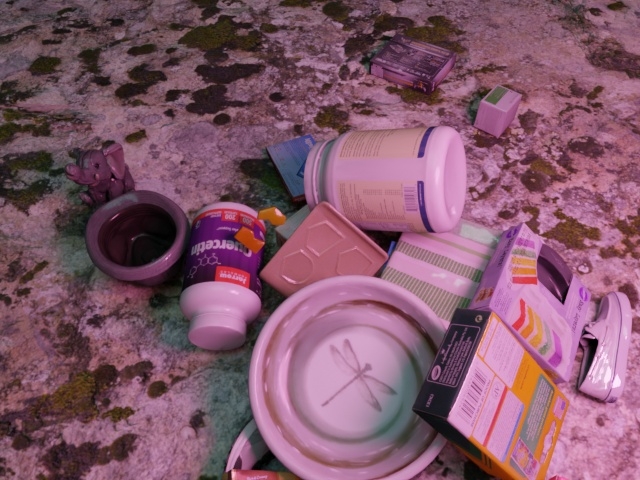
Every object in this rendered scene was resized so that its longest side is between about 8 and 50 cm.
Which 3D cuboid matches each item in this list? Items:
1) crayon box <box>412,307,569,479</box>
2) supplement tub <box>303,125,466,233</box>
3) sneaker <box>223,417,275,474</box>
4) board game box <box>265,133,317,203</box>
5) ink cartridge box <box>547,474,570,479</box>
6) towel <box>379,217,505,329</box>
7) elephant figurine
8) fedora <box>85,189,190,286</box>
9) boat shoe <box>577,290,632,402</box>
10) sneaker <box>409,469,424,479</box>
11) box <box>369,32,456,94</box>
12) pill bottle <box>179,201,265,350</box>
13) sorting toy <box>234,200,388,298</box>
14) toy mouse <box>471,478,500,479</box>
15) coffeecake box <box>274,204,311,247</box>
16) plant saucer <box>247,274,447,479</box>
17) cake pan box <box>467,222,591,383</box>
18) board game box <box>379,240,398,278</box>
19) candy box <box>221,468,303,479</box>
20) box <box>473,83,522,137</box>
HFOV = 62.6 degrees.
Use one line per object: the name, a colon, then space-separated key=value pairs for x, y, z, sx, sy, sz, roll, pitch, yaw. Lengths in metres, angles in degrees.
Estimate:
crayon box: x=0.318 y=0.296 z=0.950 sx=0.083 sy=0.323 sz=0.203 roll=-3 pitch=49 yaw=52
supplement tub: x=0.150 y=-0.138 z=1.211 sx=0.325 sy=0.235 sz=0.235 roll=3 pitch=52 yaw=29
sneaker: x=-0.097 y=0.391 z=1.043 sx=0.108 sy=0.100 sz=0.271 roll=29 pitch=60 yaw=16
board game box: x=-0.049 y=-0.207 z=1.475 sx=0.145 sy=0.027 sz=0.281 roll=-19 pitch=42 yaw=-9
ink cartridge box: x=0.440 y=0.575 z=0.861 sx=0.207 sy=0.117 sz=0.283 roll=22 pitch=58 yaw=18
towel: x=0.273 y=0.070 z=1.179 sx=0.248 sy=0.038 sz=0.325 roll=21 pitch=58 yaw=19
elephant figurine: x=-0.589 y=-0.190 z=1.404 sx=0.169 sy=0.239 sz=0.186 roll=-36 pitch=60 yaw=-20
fedora: x=-0.441 y=0.012 z=1.320 sx=0.244 sy=0.124 sz=0.275 roll=-40 pitch=58 yaw=-23
boat shoe: x=0.602 y=0.212 z=1.127 sx=0.084 sy=0.095 sz=0.258 roll=17 pitch=56 yaw=10
sneaker: x=0.174 y=0.389 z=1.044 sx=0.115 sy=0.090 sz=0.232 roll=28 pitch=52 yaw=30
box: x=0.305 y=-0.589 z=1.748 sx=0.231 sy=0.056 sz=0.183 roll=27 pitch=60 yaw=21
pill bottle: x=-0.224 y=0.080 z=1.222 sx=0.182 sy=0.181 sz=0.323 roll=-3 pitch=54 yaw=2
sorting toy: x=-0.027 y=0.027 z=1.186 sx=0.307 sy=0.041 sz=0.229 roll=40 pitch=93 yaw=-15
toy mouse: x=0.307 y=0.495 z=0.968 sx=0.161 sy=0.031 sz=0.143 roll=14 pitch=49 yaw=32
coffeecake box: x=0.000 y=0.000 z=1.334 sx=0.185 sy=0.068 sz=0.142 roll=38 pitch=62 yaw=27
plant saucer: x=0.064 y=0.270 z=1.024 sx=0.401 sy=0.100 sz=0.400 roll=-1 pitch=67 yaw=3
cake pan box: x=0.457 y=0.129 z=1.127 sx=0.246 sy=0.070 sz=0.267 roll=45 pitch=54 yaw=-11
board game box: x=0.266 y=0.175 z=1.180 sx=0.302 sy=0.086 sz=0.308 roll=13 pitch=56 yaw=13
candy box: x=-0.085 y=0.479 z=0.951 sx=0.187 sy=0.053 sz=0.109 roll=17 pitch=49 yaw=-27
box: x=0.524 y=-0.384 z=1.558 sx=0.087 sy=0.102 sz=0.101 roll=33 pitch=61 yaw=22
